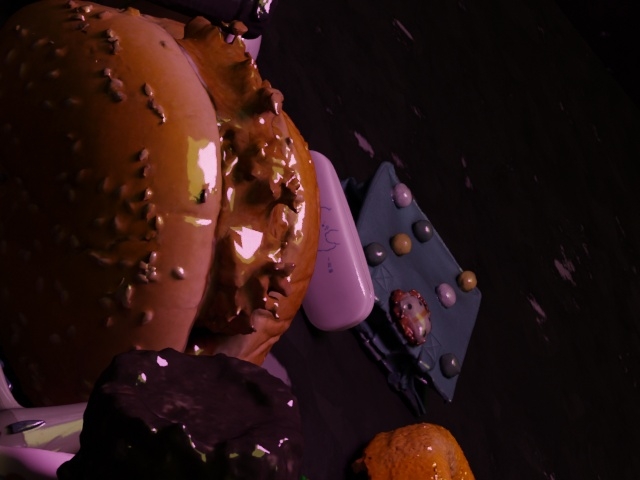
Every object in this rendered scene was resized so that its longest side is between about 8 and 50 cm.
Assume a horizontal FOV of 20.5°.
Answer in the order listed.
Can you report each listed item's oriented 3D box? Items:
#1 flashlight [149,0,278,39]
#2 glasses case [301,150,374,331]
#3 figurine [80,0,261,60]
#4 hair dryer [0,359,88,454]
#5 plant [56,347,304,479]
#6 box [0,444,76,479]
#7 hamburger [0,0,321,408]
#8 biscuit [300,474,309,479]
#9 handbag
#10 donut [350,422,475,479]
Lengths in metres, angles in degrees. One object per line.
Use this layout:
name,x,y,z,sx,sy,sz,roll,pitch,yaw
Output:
flashlight,-0.157,-0.267,1.794,0.232,0.093,0.093,17,48,-27
glasses case,0.000,0.000,2.207,0.059,0.092,0.233,17,54,-61
figurine,-0.248,-0.258,1.876,0.394,0.226,0.274,41,62,-32
hair dryer,-0.250,0.121,1.550,0.167,0.067,0.199,-1,55,-19
plant,-0.106,0.204,1.330,0.178,0.204,0.234,-104,-157,-62
box,-0.213,0.299,1.439,0.341,0.143,0.225,22,49,-59
hamburger,-0.146,-0.039,1.652,0.268,0.287,0.445,11,70,-55
biscuit,-0.003,0.298,2.016,0.089,0.016,0.046,41,34,-43
handbag,0.117,0.056,2.383,0.269,0.100,0.274,56,25,-23
donut,0.134,0.335,2.161,0.253,0.118,0.253,62,10,-19
